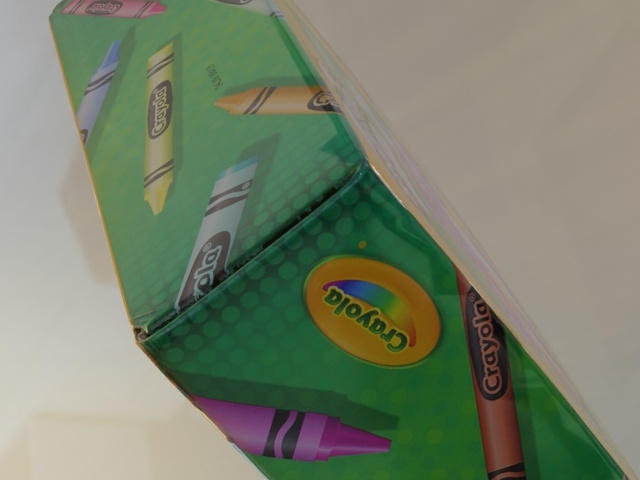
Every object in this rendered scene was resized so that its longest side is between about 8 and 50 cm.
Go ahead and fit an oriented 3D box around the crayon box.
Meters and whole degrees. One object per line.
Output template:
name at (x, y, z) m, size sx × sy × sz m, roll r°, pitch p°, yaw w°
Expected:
crayon box at (0.000, 0.000, 0.632) m, size 0.081 × 0.278 × 0.165 m, roll -38°, pitch -63°, yaw 6°
